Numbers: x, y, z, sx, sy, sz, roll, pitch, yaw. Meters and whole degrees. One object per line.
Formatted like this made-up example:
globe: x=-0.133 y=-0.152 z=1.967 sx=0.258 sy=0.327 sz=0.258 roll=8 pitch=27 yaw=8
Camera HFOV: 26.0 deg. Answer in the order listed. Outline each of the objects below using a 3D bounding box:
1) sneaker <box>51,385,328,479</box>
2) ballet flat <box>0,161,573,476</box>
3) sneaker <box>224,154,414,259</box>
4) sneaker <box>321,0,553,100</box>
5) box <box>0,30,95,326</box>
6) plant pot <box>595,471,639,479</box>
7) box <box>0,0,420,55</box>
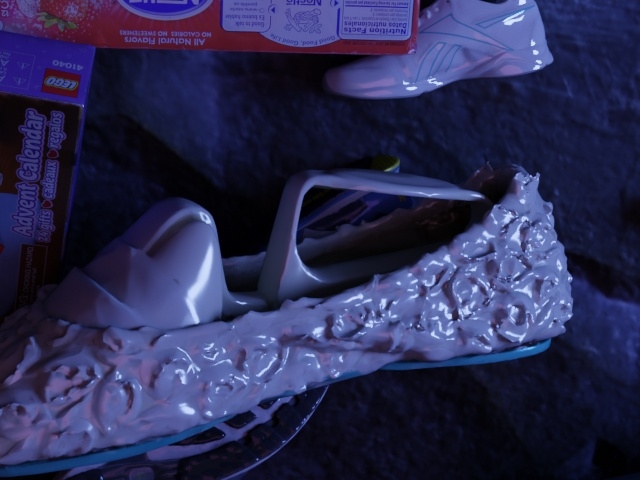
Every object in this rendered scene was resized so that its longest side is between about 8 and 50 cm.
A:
sneaker: x=-0.108 y=0.147 z=0.945 sx=0.300 sy=0.121 sz=0.111 roll=-43 pitch=86 yaw=-9
ballet flat: x=-0.036 y=0.026 z=0.830 sx=0.408 sy=0.147 sz=0.147 roll=-11 pitch=112 yaw=-21
sneaker: x=0.000 y=0.000 z=0.927 sx=0.144 sy=0.053 sz=0.059 roll=-28 pitch=113 yaw=5
sneaker: x=0.072 y=-0.126 z=0.894 sx=0.152 sy=0.054 sz=0.061 roll=-14 pitch=102 yaw=-8
box: x=-0.253 y=-0.006 z=0.831 sx=0.200 sy=0.057 sz=0.293 roll=9 pitch=135 yaw=-9
plant pot: x=0.277 y=0.287 z=0.932 sx=0.334 sy=0.341 sz=0.341 roll=-7 pitch=111 yaw=4
box: x=-0.072 y=-0.185 z=0.813 sx=0.256 sy=0.123 sz=0.128 roll=0 pitch=110 yaw=-6
